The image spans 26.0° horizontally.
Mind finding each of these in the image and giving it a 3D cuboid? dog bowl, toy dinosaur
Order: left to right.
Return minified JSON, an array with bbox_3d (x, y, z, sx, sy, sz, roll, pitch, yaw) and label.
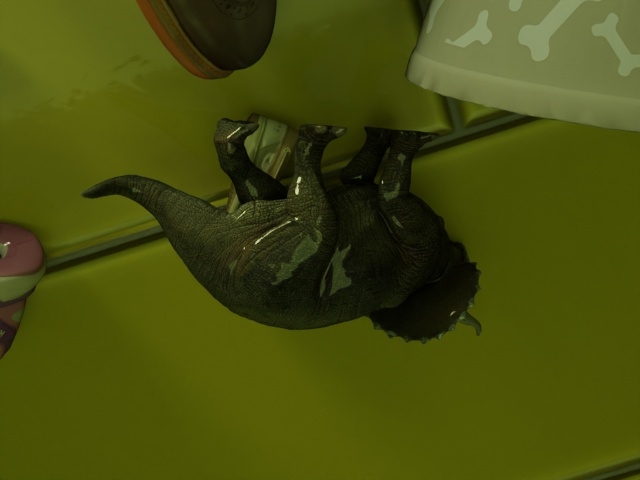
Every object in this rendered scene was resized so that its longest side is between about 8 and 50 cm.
[{"bbox_3d":[0.000,0.000,0.945,0.314,0.121,0.160,0,96,-28],"label":"toy dinosaur"},{"bbox_3d":[0.228,-0.134,0.830,0.349,0.349,0.102,3,105,-6],"label":"dog bowl"}]

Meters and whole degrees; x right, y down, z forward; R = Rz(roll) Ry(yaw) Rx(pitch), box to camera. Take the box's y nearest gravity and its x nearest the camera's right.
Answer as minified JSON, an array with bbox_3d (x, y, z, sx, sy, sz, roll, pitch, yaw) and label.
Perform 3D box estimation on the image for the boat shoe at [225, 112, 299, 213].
[{"bbox_3d":[-0.046,-0.023,1.009,0.045,0.050,0.135,13,113,-4],"label":"boat shoe"}]

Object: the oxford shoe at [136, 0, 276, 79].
[{"bbox_3d":[-0.044,-0.233,0.815,0.133,0.130,0.363,12,142,13],"label":"oxford shoe"}]

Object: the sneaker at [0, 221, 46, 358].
[{"bbox_3d":[-0.320,0.042,1.000,0.236,0.095,0.104,6,121,-8],"label":"sneaker"}]
